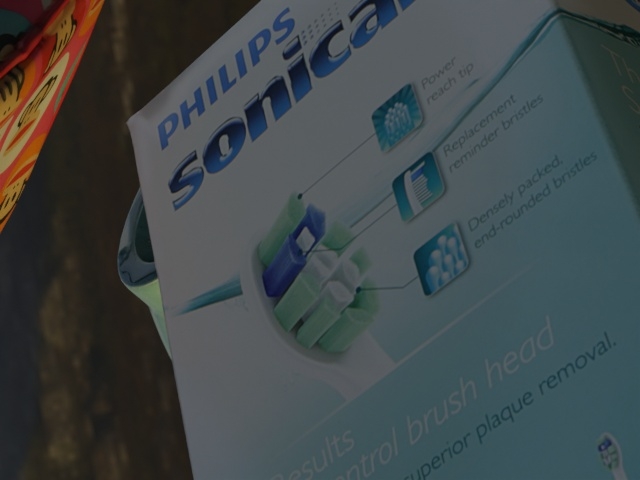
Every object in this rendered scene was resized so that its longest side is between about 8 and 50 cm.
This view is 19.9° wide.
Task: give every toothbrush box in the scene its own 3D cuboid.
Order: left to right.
[{"bbox_3d":[0.093,0.081,0.397,0.126,0.216,0.295,-38,46,28],"label":"toothbrush box"}]

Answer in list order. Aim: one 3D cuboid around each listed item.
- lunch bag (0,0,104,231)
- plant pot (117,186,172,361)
[{"bbox_3d":[-0.204,-0.010,0.775,0.258,0.120,0.293,-64,0,28],"label":"lunch bag"},{"bbox_3d":[0.000,0.000,1.136,0.293,0.196,0.293,-44,27,29],"label":"plant pot"}]
